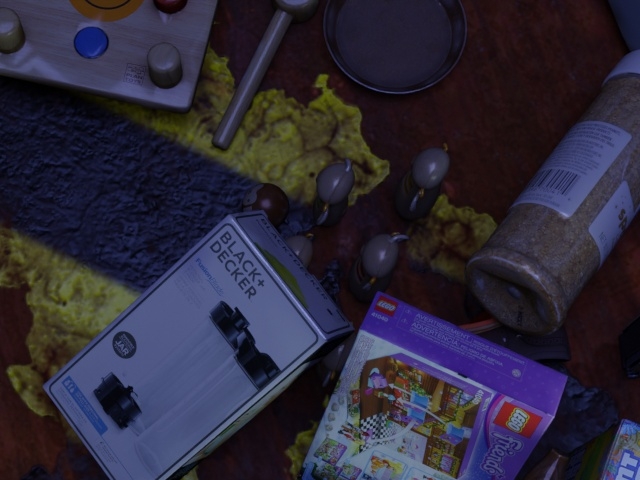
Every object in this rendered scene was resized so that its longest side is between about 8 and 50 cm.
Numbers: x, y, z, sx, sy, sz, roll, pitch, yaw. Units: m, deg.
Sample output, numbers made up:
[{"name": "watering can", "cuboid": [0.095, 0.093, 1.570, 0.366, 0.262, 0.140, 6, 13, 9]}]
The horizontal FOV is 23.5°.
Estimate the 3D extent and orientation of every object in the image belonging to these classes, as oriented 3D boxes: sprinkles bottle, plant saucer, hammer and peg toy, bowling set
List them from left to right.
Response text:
[{"name": "hammer and peg toy", "cuboid": [-0.190, -0.269, 1.748, 0.361, 0.127, 0.266, 13, 74, 1]}, {"name": "bowling set", "cuboid": [0.000, 0.000, 1.669, 0.200, 0.154, 0.287, 24, 74, 1]}, {"name": "plant saucer", "cuboid": [0.087, -0.247, 1.809, 0.168, 0.029, 0.168, 1, 75, -3]}, {"name": "sprinkles bottle", "cuboid": [0.295, -0.058, 1.679, 0.121, 0.121, 0.355, 37, 61, 7]}]

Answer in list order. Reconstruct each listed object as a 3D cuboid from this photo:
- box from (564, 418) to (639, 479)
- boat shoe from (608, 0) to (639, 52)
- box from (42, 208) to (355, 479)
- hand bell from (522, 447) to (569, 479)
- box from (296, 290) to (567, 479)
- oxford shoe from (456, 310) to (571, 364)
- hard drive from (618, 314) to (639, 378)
[{"name": "box", "cuboid": [0.368, 0.325, 1.532, 0.279, 0.290, 0.177, 22, 75, 4]}, {"name": "boat shoe", "cuboid": [0.387, -0.315, 1.806, 0.105, 0.113, 0.306, -18, 63, -24]}, {"name": "box", "cuboid": [-0.129, 0.121, 1.598, 0.290, 0.087, 0.169, -40, 79, 18]}, {"name": "hand bell", "cuboid": [0.181, 0.313, 1.540, 0.126, 0.126, 0.242, 28, 100, 5]}, {"name": "box", "cuboid": [0.104, 0.192, 1.556, 0.201, 0.293, 0.057, 25, 50, 4]}, {"name": "oxford shoe", "cuboid": [0.148, 0.143, 1.672, 0.271, 0.097, 0.098, -24, 81, -10]}, {"name": "hard drive", "cuboid": [0.509, 0.089, 1.632, 0.339, 0.237, 0.064, -5, 75, -4]}]
